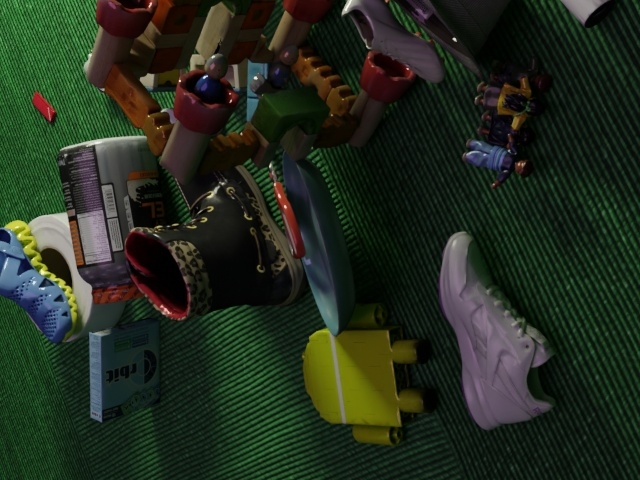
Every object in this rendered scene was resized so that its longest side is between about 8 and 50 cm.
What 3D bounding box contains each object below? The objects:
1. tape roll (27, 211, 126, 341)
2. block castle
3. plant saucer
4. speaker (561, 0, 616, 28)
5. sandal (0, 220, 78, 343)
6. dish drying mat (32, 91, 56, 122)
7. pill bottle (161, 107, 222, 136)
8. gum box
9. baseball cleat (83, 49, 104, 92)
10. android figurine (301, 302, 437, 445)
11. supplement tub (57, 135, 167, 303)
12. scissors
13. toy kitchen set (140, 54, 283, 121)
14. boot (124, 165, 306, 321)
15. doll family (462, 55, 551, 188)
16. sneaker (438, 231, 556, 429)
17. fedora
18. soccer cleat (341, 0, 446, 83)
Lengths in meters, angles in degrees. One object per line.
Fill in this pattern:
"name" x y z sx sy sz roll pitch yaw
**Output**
"tape roll" -0.552 0.079 2.207 0.286 0.100 0.286 9 104 39
"block castle" -0.098 -0.283 1.522 0.303 0.453 0.213 50 133 24
"plant saucer" 0.000 0.000 1.649 0.317 0.043 0.318 164 90 -81
"speaker" 0.345 -0.358 1.379 0.136 0.055 0.055 54 127 19
"sandal" -0.636 0.097 2.127 0.317 0.138 0.126 47 122 22
"dish drying mat" -0.628 -0.302 2.264 0.083 0.008 0.032 44 124 26
"pill bottle" -0.241 -0.217 1.869 0.067 0.120 0.067 8 103 40
"gum box" -0.404 0.266 2.073 0.041 0.157 0.185 12 105 38
"baseball cleat" -0.401 -0.374 2.027 0.206 0.072 0.109 -35 89 44
"android figurine" 0.073 0.232 1.721 0.272 0.056 0.248 -7 93 41
"supplement tub" -0.405 -0.041 1.995 0.193 0.193 0.316 -7 94 41
"scissors" -0.076 -0.103 1.765 0.109 0.021 0.297 96 158 -75
"toy kitchen set" -0.196 -0.270 1.790 0.207 0.166 0.122 10 104 40
"boot" -0.223 -0.019 1.779 0.138 0.284 0.377 -47 68 36
"doll family" 0.279 -0.172 1.463 0.111 0.076 0.193 22 116 32
"sneaker" 0.272 0.129 1.514 0.152 0.114 0.305 -14 93 28
"fedora" 0.185 -0.367 1.433 0.124 0.243 0.275 -44 42 6
"soccer cleat" 0.111 -0.304 1.532 0.196 0.076 0.068 44 157 -14
